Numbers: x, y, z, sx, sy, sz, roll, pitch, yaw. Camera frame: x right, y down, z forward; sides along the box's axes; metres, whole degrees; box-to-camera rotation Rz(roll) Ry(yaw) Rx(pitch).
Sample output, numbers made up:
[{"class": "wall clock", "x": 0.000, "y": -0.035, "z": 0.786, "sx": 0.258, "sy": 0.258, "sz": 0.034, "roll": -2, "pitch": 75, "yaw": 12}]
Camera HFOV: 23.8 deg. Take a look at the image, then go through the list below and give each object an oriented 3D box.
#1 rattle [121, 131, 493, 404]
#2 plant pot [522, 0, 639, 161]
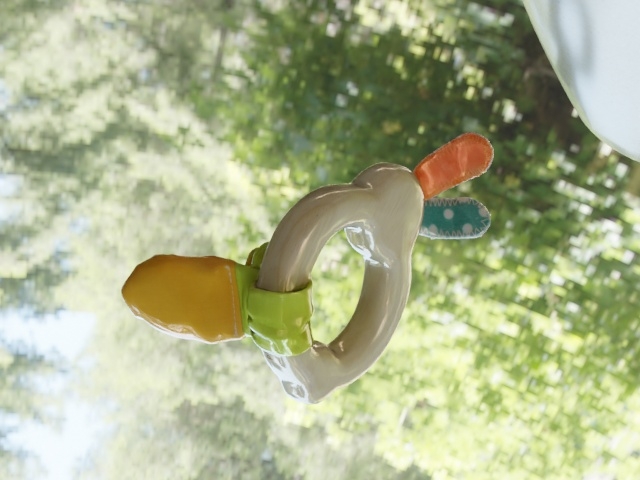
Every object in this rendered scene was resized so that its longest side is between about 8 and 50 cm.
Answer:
[{"class": "rattle", "x": 0.000, "y": 0.000, "z": 0.945, "sx": 0.142, "sy": 0.130, "sz": 0.200, "roll": -3, "pitch": -137, "yaw": 49}, {"class": "plant pot", "x": 0.176, "y": -0.165, "z": 0.659, "sx": 0.256, "sy": 0.274, "sz": 0.257, "roll": -4, "pitch": -128, "yaw": 5}]
